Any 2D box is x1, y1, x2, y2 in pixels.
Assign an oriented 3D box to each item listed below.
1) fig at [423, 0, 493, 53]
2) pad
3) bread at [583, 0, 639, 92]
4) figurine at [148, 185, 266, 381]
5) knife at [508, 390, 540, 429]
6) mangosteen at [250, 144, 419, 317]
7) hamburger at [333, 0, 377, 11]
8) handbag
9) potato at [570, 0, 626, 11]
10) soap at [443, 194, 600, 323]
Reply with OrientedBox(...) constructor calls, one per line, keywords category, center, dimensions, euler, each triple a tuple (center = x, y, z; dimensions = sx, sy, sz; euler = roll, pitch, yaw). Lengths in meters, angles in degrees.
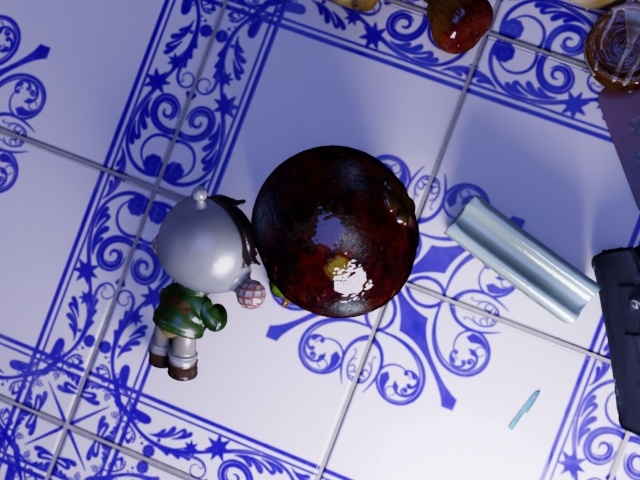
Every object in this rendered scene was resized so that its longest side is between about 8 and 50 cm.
OrientedBox(category="fig", center=(0.244, -0.407, 1.550), dimensions=(0.119, 0.153, 0.119), euler=(-9, 108, -30))
OrientedBox(category="pad", center=(0.636, -0.183, 1.529), dimensions=(0.181, 0.004, 0.267), euler=(-21, 86, 6))
OrientedBox(category="bread", center=(0.561, -0.351, 1.507), dimensions=(0.160, 0.073, 0.161), euler=(-1, 85, 13))
OrientedBox(category="figurine", center=(-0.231, 0.074, 1.534), dimensions=(0.281, 0.167, 0.370), euler=(27, 108, 30))
OrientedBox(category="knife", center=(0.379, 0.315, 1.540), dimensions=(0.014, 0.005, 0.091), euler=(36, 92, 8))
OrientedBox(category="mangosteen", center=(0.000, 0.000, 1.460), dimensions=(0.359, 0.306, 0.306), euler=(-28, 85, 28))
OrientedBox(category="hamburger", center=(0.091, -0.561, 1.466), dimensions=(0.174, 0.284, 0.304), euler=(37, 95, 7))
OrientedBox(category="handbag", center=(0.558, 0.167, 1.392), dimensions=(0.118, 0.269, 0.326), euler=(-11, 87, 5))
OrientedBox(category="potato", center=(0.507, -0.566, 1.464), dimensions=(0.239, 0.116, 0.299), euler=(1, 90, -14))
OrientedBox(category="soap", center=(0.351, 0.033, 1.476), dimensions=(0.265, 0.160, 0.087), euler=(38, 93, 6))
